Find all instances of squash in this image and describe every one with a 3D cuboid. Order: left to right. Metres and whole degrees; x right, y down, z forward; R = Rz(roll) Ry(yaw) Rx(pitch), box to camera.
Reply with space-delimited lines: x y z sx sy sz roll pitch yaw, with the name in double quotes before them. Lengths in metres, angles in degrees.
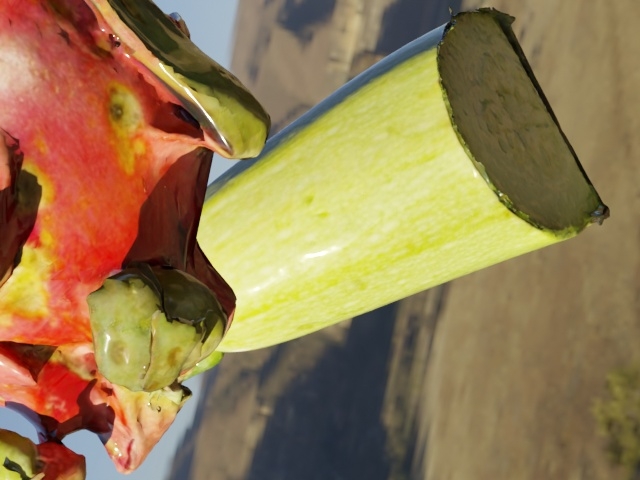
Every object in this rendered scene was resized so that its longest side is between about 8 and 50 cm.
"squash" -0.005 -0.011 0.854 0.137 0.287 0.137 -25 -90 -86

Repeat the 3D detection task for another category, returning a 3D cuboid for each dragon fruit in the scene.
"dragon fruit" -0.093 -0.026 0.405 0.160 0.172 0.166 -60 2 -22
